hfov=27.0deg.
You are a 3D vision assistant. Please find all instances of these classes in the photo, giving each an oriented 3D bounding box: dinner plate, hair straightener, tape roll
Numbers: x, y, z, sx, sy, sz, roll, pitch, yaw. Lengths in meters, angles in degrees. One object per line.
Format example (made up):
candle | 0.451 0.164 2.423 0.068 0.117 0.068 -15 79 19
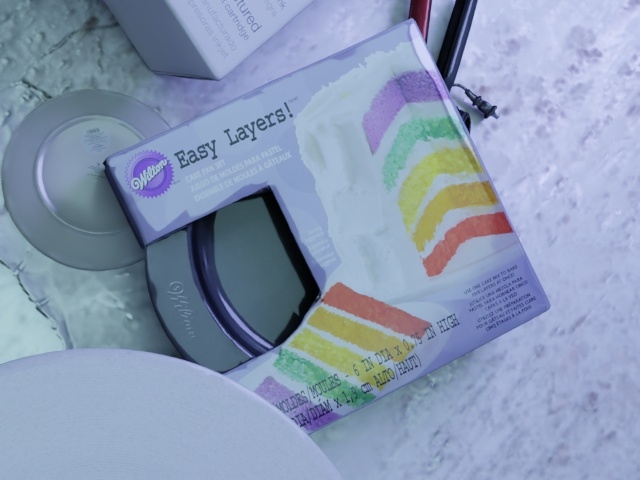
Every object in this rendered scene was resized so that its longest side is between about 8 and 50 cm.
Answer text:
dinner plate | -0.167 -0.048 1.001 0.141 0.017 0.141 4 76 -15
hair straightener | 0.105 -0.105 1.069 0.089 0.047 0.230 11 76 -12
tape roll | -0.146 0.262 0.844 0.392 0.072 0.392 3 81 -17

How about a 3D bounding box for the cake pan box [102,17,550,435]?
cake pan box | 0.000 0.000 0.985 0.266 0.070 0.246 -25 90 -10

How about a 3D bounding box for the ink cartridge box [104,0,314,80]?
ink cartridge box | -0.054 -0.285 0.990 0.283 0.117 0.207 -43 119 -19
